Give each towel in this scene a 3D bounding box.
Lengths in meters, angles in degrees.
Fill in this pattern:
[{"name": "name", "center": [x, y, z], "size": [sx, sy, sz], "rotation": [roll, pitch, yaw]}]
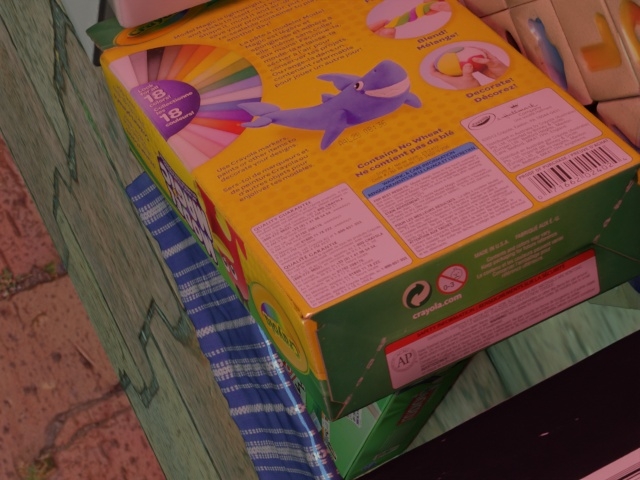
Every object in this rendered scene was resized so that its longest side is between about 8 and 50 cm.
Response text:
[{"name": "towel", "center": [-0.064, 0.091, 1.426], "size": [0.336, 0.040, 0.243], "rotation": [66, 166, -1]}]

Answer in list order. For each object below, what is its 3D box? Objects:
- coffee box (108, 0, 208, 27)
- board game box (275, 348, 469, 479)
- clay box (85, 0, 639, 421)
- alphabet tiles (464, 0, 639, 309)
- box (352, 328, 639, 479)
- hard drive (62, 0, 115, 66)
[{"name": "coffee box", "center": [-0.058, -0.237, 0.612], "size": [0.297, 0.118, 0.168], "rotation": [88, 158, -59]}, {"name": "board game box", "center": [0.000, 0.000, 0.992], "size": [0.214, 0.046, 0.317], "rotation": [61, 166, 13]}, {"name": "clay box", "center": [0.008, -0.039, 0.670], "size": [0.222, 0.127, 0.053], "rotation": [50, 160, 50]}, {"name": "alphabet tiles", "center": [0.084, -0.083, 0.594], "size": [0.237, 0.009, 0.198], "rotation": [66, 167, -7]}, {"name": "box", "center": [0.154, 0.190, 0.430], "size": [0.313, 0.179, 0.343], "rotation": [66, 167, -6]}, {"name": "hard drive", "center": [-0.205, -0.311, 1.232], "size": [0.353, 0.047, 0.233], "rotation": [63, 167, 7]}]
